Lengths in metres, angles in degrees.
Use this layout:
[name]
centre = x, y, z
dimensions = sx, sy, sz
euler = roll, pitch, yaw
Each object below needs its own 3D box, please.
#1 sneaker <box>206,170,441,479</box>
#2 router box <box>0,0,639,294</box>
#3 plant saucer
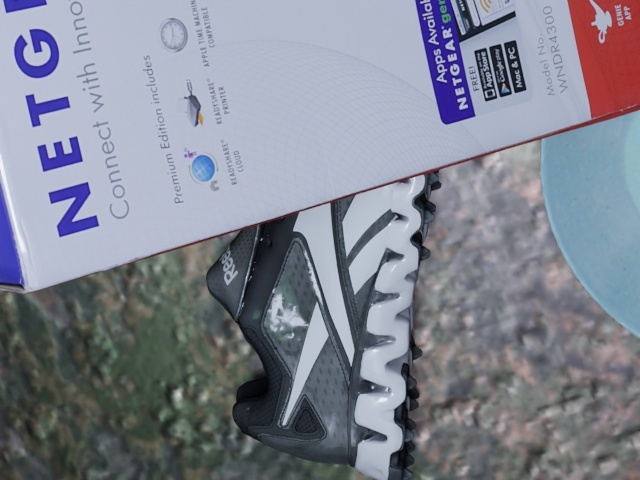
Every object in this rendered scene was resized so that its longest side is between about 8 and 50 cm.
[sneaker]
centre = 0.000, 0.000, 0.804
dimensions = 0.106, 0.078, 0.234
euler = 6, 107, 5
[router box]
centre = -0.031, -0.179, 0.641
dimensions = 0.082, 0.301, 0.335
euler = 2, 107, 55
[plant saucer]
centre = 0.197, -0.039, 0.786
dimensions = 0.195, 0.037, 0.195
euler = 2, 104, 9
